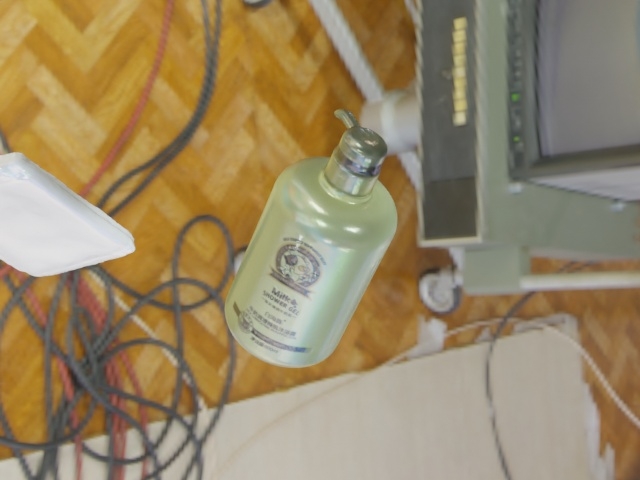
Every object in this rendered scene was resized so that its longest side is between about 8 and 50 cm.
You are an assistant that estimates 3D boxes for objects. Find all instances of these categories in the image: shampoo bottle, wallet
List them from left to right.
[{"bbox_3d":[-0.256,-0.020,0.999,0.183,0.124,0.032,45,38,-53],"label":"wallet"},{"bbox_3d":[0.000,0.000,0.698,0.079,0.162,0.079,16,38,-13],"label":"shampoo bottle"}]
